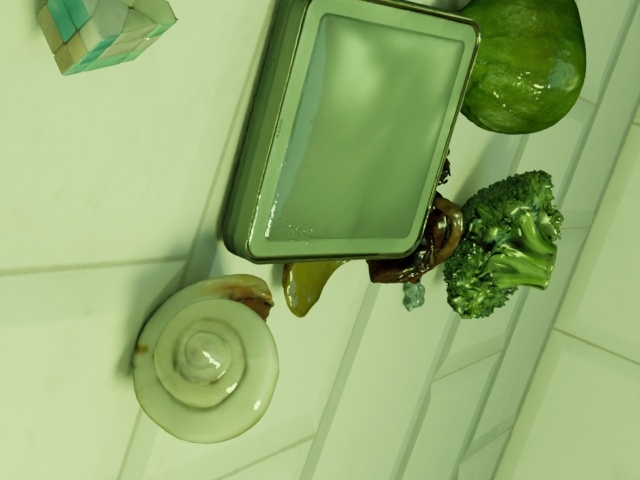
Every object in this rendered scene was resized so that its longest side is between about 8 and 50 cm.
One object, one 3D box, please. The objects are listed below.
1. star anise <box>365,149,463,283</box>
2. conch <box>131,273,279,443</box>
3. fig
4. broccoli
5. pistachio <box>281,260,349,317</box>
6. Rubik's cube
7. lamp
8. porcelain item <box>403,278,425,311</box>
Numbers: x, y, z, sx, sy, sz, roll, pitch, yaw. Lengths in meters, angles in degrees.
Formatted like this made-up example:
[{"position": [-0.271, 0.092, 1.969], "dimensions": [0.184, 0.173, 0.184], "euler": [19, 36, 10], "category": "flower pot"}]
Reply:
[{"position": [0.110, -0.043, 1.302], "dimensions": [0.220, 0.126, 0.190], "euler": [6, 82, -70], "category": "star anise"}, {"position": [-0.110, 0.118, 1.004], "dimensions": [0.255, 0.127, 0.158], "euler": [115, -24, -68], "category": "conch"}, {"position": [0.202, -0.230, 1.338], "dimensions": [0.235, 0.203, 0.203], "euler": [2, 115, -25], "category": "fig"}, {"position": [0.281, 0.008, 1.680], "dimensions": [0.198, 0.176, 0.226], "euler": [42, 51, -55], "category": "broccoli"}, {"position": [0.000, 0.000, 1.192], "dimensions": [0.089, 0.049, 0.173], "euler": [27, 88, -45], "category": "pistachio"}, {"position": [-0.140, -0.155, 0.698], "dimensions": [0.084, 0.075, 0.073], "euler": [-28, 91, -57], "category": "Rubik's cube"}, {"position": [0.038, -0.107, 1.072], "dimensions": [0.266, 0.047, 0.269], "euler": [0, 112, -45], "category": "lamp"}, {"position": [0.138, 0.076, 1.609], "dimensions": [0.036, 0.028, 0.083], "euler": [-35, 147, -24], "category": "porcelain item"}]
